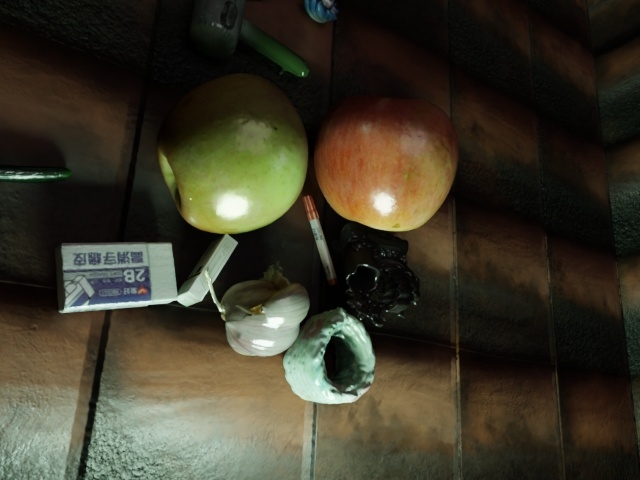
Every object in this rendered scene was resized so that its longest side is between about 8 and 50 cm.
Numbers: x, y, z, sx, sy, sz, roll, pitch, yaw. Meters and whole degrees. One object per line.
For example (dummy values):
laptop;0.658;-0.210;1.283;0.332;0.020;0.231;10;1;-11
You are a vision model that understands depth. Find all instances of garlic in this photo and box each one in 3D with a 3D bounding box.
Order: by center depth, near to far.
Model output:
garlic;-0.141;0.115;1.158;0.257;0.207;0.207;51;54;-19

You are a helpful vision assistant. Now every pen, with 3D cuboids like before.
pen;0.000;0.000;1.380;0.028;0.028;0.239;-16;88;-38

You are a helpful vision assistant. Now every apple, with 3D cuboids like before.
apple;-0.187;-0.171;1.117;0.277;0.319;0.319;-21;91;-32
apple;0.160;-0.189;1.349;0.364;0.364;0.364;11;72;-34

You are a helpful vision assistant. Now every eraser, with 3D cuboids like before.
eraser;-0.390;0.068;1.050;0.210;0.068;0.124;-1;76;-37

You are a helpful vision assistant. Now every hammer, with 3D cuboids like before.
hammer;-0.162;-0.501;1.355;0.335;0.119;0.206;24;65;-37

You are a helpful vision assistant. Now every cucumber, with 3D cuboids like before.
cucumber;-0.553;-0.123;1.002;0.184;0.036;0.033;-3;87;-38

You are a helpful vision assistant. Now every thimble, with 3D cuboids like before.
thimble;0.022;0.263;1.250;0.185;0.149;0.211;8;74;-33

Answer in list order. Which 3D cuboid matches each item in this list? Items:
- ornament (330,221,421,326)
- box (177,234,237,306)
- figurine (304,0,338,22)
ornament;0.151;0.099;1.354;0.251;0.106;0.260;14;42;-32
box;-0.240;0.063;1.150;0.040;0.084;0.154;42;56;-21
figurine;-0.003;-0.658;1.523;0.114;0.079;0.114;34;34;-27
